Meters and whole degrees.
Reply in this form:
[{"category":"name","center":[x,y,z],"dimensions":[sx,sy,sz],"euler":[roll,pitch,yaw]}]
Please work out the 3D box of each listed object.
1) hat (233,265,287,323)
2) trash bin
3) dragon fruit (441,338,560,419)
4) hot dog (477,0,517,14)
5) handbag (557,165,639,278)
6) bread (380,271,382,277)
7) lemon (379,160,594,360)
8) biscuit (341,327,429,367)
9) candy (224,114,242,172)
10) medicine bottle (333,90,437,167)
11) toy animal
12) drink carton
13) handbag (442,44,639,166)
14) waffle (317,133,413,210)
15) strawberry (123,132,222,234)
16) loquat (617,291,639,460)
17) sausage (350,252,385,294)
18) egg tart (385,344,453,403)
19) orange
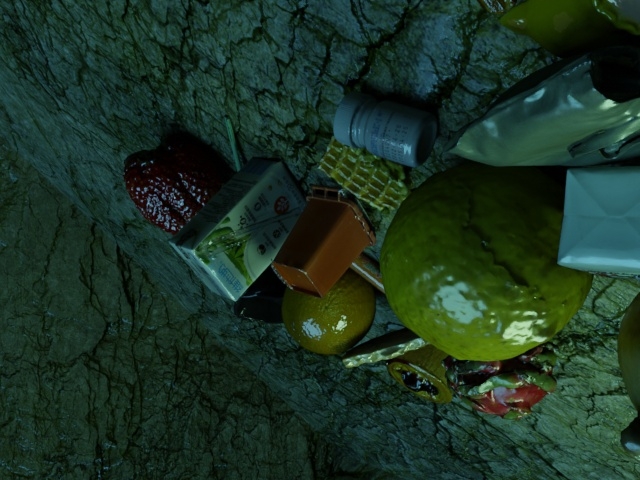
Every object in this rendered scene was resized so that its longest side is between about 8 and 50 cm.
[{"category":"hat","center":[-0.116,0.138,2.102],"dimensions":[0.336,0.208,0.238],"euler":[-18,144,41]},{"category":"trash bin","center":[0.000,0.000,1.554],"dimensions":[0.161,0.238,0.184],"euler":[12,145,43]},{"category":"dragon fruit","center":[0.420,0.290,1.526],"dimensions":[0.237,0.231,0.303],"euler":[32,163,-10]},{"category":"hot dog","center":[0.208,-0.363,0.872],"dimensions":[0.144,0.038,0.062],"euler":[45,157,-13]},{"category":"handbag","center":[0.483,-0.008,0.950],"dimensions":[0.171,0.151,0.298],"euler":[4,173,45]},{"category":"bread","center":[0.255,0.120,1.623],"dimensions":[0.251,0.039,0.181],"euler":[43,147,11]},{"category":"lemon","center":[0.272,0.040,1.130],"dimensions":[0.350,0.349,0.387],"euler":[40,143,-7]},{"category":"biscuit","center":[0.210,0.275,1.779],"dimensions":[0.204,0.309,0.040],"euler":[-9,-100,-86]},{"category":"candy","center":[-0.215,-0.193,1.719],"dimensions":[0.092,0.093,0.335],"euler":[-10,138,-3]},{"category":"medicine bottle","center":[0.119,-0.203,1.197],"dimensions":[0.168,0.105,0.105],"euler":[23,153,26]},{"category":"toy animal","center":[0.324,-0.277,0.733],"dimensions":[0.156,0.156,0.230],"euler":[39,164,-6]},{"category":"drink carton","center":[-0.189,-0.035,1.645],"dimensions":[0.132,0.324,0.194],"euler":[13,145,49]},{"category":"handbag","center":[0.345,-0.157,0.806],"dimensions":[0.316,0.109,0.253],"euler":[-2,172,-22]},{"category":"waffle","center":[0.104,-0.142,1.382],"dimensions":[0.211,0.055,0.160],"euler":[36,157,3]},{"category":"strawberry","center":[-0.401,-0.136,1.830],"dimensions":[0.288,0.239,0.250],"euler":[65,162,-5]},{"category":"loquat","center":[0.606,0.209,1.003],"dimensions":[0.328,0.359,0.328],"euler":[50,177,4]},{"category":"sausage","center":[0.128,0.078,1.752],"dimensions":[0.348,0.053,0.053],"euler":[37,156,-1]},{"category":"egg tart","center":[0.305,0.359,1.881],"dimensions":[0.215,0.170,0.215],"euler":[29,154,16]},{"category":"orange","center":[0.024,0.184,1.826],"dimensions":[0.274,0.274,0.274],"euler":[29,155,15]}]
